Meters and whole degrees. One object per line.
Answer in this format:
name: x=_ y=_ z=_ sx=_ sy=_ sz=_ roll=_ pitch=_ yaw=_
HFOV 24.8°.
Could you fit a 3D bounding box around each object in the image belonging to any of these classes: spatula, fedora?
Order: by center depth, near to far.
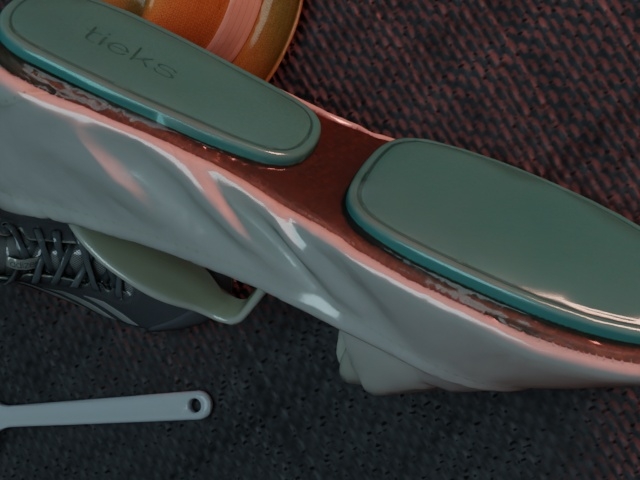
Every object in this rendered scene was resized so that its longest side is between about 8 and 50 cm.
fedora: x=-0.102 y=-0.148 z=0.826 sx=0.194 sy=0.079 sz=0.194 roll=-1 pitch=88 yaw=26
spatula: x=-0.166 y=0.162 z=0.886 sx=0.242 sy=0.019 sz=0.168 roll=-7 pitch=85 yaw=26

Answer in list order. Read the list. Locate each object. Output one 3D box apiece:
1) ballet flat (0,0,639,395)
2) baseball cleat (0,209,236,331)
ballet flat: x=0.000 y=0.000 z=0.741 sx=0.400 sy=0.139 sz=0.139 roll=24 pitch=100 yaw=10
baseball cleat: x=-0.154 y=0.014 z=0.832 sx=0.205 sy=0.109 sz=0.072 roll=12 pitch=105 yaw=30
